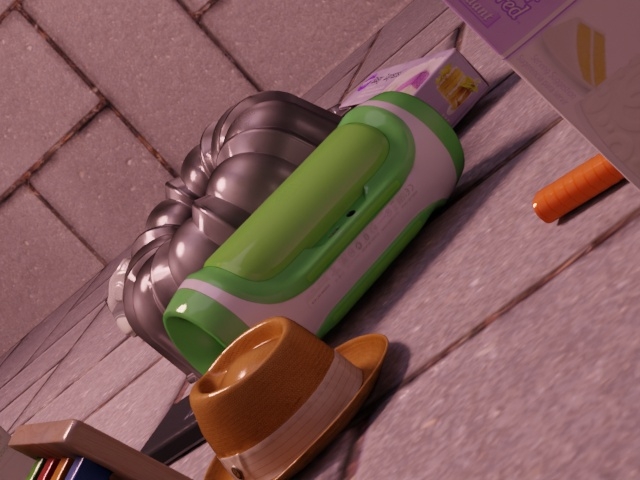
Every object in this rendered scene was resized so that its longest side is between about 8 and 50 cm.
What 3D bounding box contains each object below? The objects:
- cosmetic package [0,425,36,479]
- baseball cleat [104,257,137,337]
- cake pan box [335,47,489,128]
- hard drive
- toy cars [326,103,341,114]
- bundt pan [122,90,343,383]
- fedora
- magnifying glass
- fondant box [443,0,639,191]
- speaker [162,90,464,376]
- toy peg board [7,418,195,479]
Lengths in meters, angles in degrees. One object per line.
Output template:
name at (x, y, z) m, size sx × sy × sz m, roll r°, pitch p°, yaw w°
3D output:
cosmetic package at (-0.362, 0.335, 1.029) m, size 0.365 × 0.155 × 0.197 m, roll -40°, pitch 7°, yaw 19°
baseball cleat at (-0.231, 0.055, 1.834) m, size 0.206 × 0.109 × 0.072 m, roll -36°, pitch -3°, yaw 21°
cake pan box at (0.048, -0.106, 1.492) m, size 0.246 × 0.070 × 0.267 m, roll -46°, pitch 14°, yaw -12°
hard drive at (-0.108, 0.157, 1.173) m, size 0.135 × 0.022 × 0.094 m, roll -36°, pitch 12°, yaw 34°
toy cars at (0.007, -0.134, 1.801) m, size 0.394 × 0.087 × 0.176 m, roll -25°, pitch 8°, yaw 47°
bundt pan at (-0.098, -0.018, 1.339) m, size 0.331 × 0.124 × 0.331 m, roll -51°, pitch 18°, yaw 24°
fedora at (-0.039, 0.112, 0.931) m, size 0.194 × 0.079 × 0.194 m, roll -41°, pitch 9°, yaw 8°
magnifying glass at (0.234, -0.077, 0.834) m, size 0.231 × 0.026 × 0.092 m, roll -37°, pitch 12°, yaw 34°
fondant box at (0.159, -0.188, 0.789) m, size 0.096 × 0.238 × 0.330 m, roll -41°, pitch 21°, yaw 25°
speaker at (0.000, 0.000, 1.127) m, size 0.296 × 0.131 × 0.131 m, roll -47°, pitch 11°, yaw -25°
toy peg board at (-0.110, 0.177, 0.749) m, size 0.161 × 0.161 × 0.079 m, roll -20°, pitch 42°, yaw 64°
